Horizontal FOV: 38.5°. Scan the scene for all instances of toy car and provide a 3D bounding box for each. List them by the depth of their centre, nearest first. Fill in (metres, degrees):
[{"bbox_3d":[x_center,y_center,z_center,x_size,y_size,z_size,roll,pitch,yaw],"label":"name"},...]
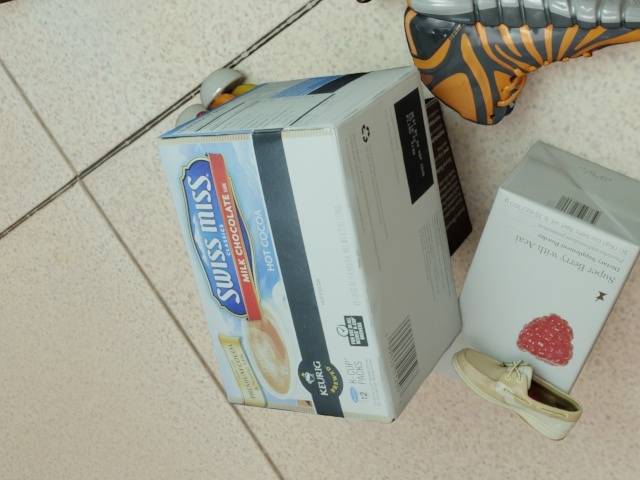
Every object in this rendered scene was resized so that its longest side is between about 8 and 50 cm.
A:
[{"bbox_3d":[-0.144,-0.149,1.348,0.159,0.136,0.182,46,128,1],"label":"toy car"}]

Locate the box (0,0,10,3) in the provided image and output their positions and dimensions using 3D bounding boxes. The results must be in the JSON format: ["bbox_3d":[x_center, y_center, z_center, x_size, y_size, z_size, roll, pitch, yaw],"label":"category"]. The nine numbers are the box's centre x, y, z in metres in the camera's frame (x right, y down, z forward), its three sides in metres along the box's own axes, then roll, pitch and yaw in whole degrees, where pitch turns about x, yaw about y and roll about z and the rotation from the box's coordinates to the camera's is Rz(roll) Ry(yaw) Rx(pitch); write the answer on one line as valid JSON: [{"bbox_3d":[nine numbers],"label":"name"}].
[{"bbox_3d":[-0.428,-0.518,1.324,0.381,0.143,0.191,-28,98,39],"label":"box"}]

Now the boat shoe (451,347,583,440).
[{"bbox_3d":[0.243,0.175,1.120,0.170,0.063,0.059,32,125,-1],"label":"boat shoe"}]

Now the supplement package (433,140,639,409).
[{"bbox_3d":[0.288,0.056,1.178,0.178,0.175,0.292,25,125,16],"label":"supplement package"}]

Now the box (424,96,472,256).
[{"bbox_3d":[0.082,-0.064,1.241,0.169,0.167,0.203,-7,111,32],"label":"box"}]

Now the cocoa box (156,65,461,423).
[{"bbox_3d":[0.000,0.000,1.068,0.228,0.231,0.347,0,114,30],"label":"cocoa box"}]

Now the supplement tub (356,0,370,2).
[{"bbox_3d":[0.047,-0.402,1.129,0.106,0.106,0.197,-22,101,36],"label":"supplement tub"}]

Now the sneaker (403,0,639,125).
[{"bbox_3d":[0.263,-0.233,1.096,0.321,0.124,0.180,7,134,19],"label":"sneaker"}]
